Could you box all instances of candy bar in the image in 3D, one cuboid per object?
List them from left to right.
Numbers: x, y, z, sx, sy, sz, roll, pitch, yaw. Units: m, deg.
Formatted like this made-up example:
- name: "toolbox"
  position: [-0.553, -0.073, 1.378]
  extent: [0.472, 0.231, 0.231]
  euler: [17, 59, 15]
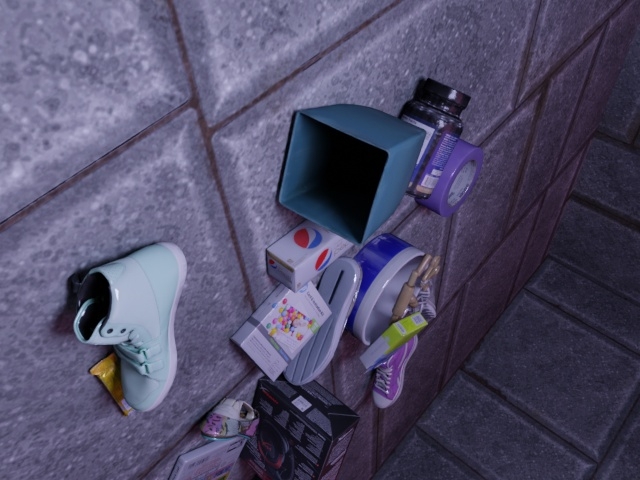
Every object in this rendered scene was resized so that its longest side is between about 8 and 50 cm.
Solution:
- name: "candy bar"
  position: [-0.305, 0.224, 0.879]
  extent: [0.040, 0.018, 0.162]
  euler: [-38, 148, -26]

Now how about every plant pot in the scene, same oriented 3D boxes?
- name: "plant pot"
  position: [0.073, -0.134, 0.976]
  extent: [0.234, 0.165, 0.166]
  euler: [-34, 146, -51]

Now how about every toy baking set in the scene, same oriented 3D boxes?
- name: "toy baking set"
  position: [0.238, 0.142, 1.439]
  extent: [0.196, 0.030, 0.256]
  euler: [-12, 129, -54]

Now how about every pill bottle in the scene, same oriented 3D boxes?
- name: "pill bottle"
  position: [0.208, -0.202, 1.152]
  extent: [0.122, 0.122, 0.219]
  euler: [-3, 122, -58]

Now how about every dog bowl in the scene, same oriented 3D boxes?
- name: "dog bowl"
  position: [0.146, 0.119, 1.413]
  extent: [0.265, 0.104, 0.265]
  euler: [-40, 149, -30]

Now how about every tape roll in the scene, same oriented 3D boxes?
- name: "tape roll"
  position: [0.317, -0.158, 1.426]
  extent: [0.189, 0.080, 0.189]
  euler: [-40, 149, -30]

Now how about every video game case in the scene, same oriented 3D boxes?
- name: "video game case"
  position: [-0.260, 0.516, 1.259]
  extent: [0.212, 0.023, 0.194]
  euler: [-1, 119, -59]

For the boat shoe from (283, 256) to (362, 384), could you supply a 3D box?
- name: "boat shoe"
  position: [0.017, 0.180, 1.268]
  extent: [0.302, 0.109, 0.094]
  euler: [-63, 154, 5]

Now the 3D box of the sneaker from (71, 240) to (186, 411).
- name: "sneaker"
  position: [-0.266, 0.132, 0.759]
  extent: [0.151, 0.094, 0.256]
  euler: [-20, 126, -58]

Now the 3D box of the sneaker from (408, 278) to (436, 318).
- name: "sneaker"
  position: [0.273, 0.130, 1.679]
  extent: [0.281, 0.105, 0.115]
  euler: [60, 33, -56]

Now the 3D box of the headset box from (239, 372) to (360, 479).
- name: "headset box"
  position: [-0.058, 0.460, 1.317]
  extent: [0.110, 0.218, 0.293]
  euler: [-23, 136, -48]

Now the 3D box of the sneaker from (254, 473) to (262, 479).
- name: "sneaker"
  position: [-0.056, 0.590, 1.577]
  extent: [0.319, 0.112, 0.131]
  euler: [-51, 149, -9]

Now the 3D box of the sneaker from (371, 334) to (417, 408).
- name: "sneaker"
  position: [0.201, 0.410, 1.835]
  extent: [0.161, 0.102, 0.282]
  euler: [2, 107, -55]

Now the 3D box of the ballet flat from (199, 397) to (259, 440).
- name: "ballet flat"
  position: [-0.181, 0.367, 1.190]
  extent: [0.221, 0.076, 0.079]
  euler: [50, 56, -67]

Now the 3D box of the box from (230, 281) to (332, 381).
- name: "box"
  position: [-0.072, 0.167, 1.140]
  extent: [0.186, 0.038, 0.145]
  euler: [-48, 136, -19]

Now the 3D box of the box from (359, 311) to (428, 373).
- name: "box"
  position: [0.172, 0.251, 1.413]
  extent: [0.109, 0.042, 0.178]
  euler: [-15, 151, -45]

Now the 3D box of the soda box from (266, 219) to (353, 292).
- name: "soda box"
  position: [0.000, 0.000, 1.078]
  extent: [0.216, 0.073, 0.069]
  euler: [-39, 148, -32]
